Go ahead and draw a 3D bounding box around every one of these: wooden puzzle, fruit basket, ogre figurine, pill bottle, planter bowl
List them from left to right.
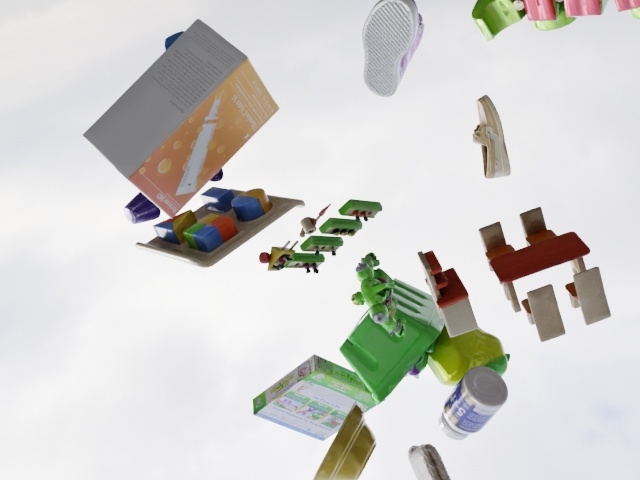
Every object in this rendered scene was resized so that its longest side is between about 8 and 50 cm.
[{"bbox_3d":[-0.262,-0.057,2.252,0.348,0.080,0.322,-32,-154,-31],"label":"wooden puzzle"},{"bbox_3d":[0.066,0.478,2.010,0.090,0.217,0.217,29,-148,9],"label":"planter bowl"},{"bbox_3d":[0.126,0.115,1.976,0.097,0.197,0.118,-6,170,24],"label":"ogre figurine"},{"bbox_3d":[0.269,0.280,2.262,0.283,0.392,0.392,-52,-167,15],"label":"fruit basket"},{"bbox_3d":[0.354,0.391,2.112,0.112,0.186,0.112,13,-135,-13],"label":"pill bottle"}]

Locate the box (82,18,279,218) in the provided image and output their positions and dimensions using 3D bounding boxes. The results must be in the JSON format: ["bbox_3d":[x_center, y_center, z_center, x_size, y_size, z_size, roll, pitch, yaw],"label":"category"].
[{"bbox_3d":[-0.287,-0.253,1.888,0.345,0.215,0.168,-46,-116,-4],"label":"box"}]

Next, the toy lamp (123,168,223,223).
[{"bbox_3d":[-0.359,-0.121,2.182,0.080,0.080,0.275,7,-146,46],"label":"toy lamp"}]

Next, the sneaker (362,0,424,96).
[{"bbox_3d":[0.155,-0.426,1.769,0.102,0.282,0.161,28,-113,6],"label":"sneaker"}]

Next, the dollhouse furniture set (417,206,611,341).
[{"bbox_3d":[0.303,0.046,1.447,0.259,0.135,0.262,-20,-156,2],"label":"dollhouse furniture set"}]

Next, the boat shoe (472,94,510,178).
[{"bbox_3d":[0.331,-0.202,1.775,0.059,0.170,0.063,-16,-171,-1],"label":"boat shoe"}]

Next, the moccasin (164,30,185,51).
[{"bbox_3d":[-0.292,-0.372,2.276,0.138,0.341,0.117,-18,166,-6],"label":"moccasin"}]

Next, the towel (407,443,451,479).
[{"bbox_3d":[0.261,0.548,1.824,0.049,0.282,0.187,-22,168,-10],"label":"towel"}]

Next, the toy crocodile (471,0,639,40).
[{"bbox_3d":[0.370,-0.345,1.209,0.341,0.115,0.105,-2,-140,33],"label":"toy crocodile"}]

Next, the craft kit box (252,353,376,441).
[{"bbox_3d":[-0.004,0.413,2.316,0.247,0.250,0.061,-37,-140,31],"label":"craft kit box"}]

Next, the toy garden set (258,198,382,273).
[{"bbox_3d":[0.000,0.000,1.972,0.204,0.049,0.244,3,143,-49],"label":"toy garden set"}]
